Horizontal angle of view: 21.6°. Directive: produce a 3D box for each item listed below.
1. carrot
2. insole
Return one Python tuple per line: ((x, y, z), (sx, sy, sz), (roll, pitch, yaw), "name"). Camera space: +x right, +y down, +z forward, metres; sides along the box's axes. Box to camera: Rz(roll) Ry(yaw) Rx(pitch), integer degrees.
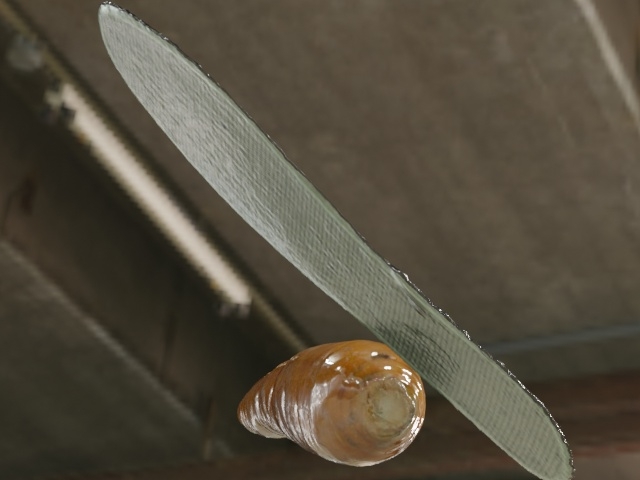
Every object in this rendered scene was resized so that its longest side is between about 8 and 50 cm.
((-0.007, 0.068, 0.702), (0.048, 0.048, 0.216), (16, -10, -15), "carrot")
((-0.001, 0.000, 0.566), (0.232, 0.003, 0.080), (44, -20, 19), "insole")
